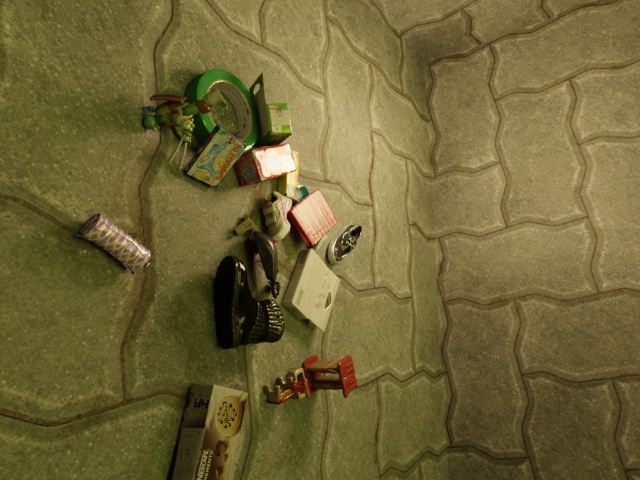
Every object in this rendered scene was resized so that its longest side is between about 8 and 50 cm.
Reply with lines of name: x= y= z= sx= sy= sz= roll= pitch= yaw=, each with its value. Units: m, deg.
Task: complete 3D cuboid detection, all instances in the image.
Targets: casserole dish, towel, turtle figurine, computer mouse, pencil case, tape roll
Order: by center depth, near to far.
pencil case: x=-0.593 y=0.011 z=1.305 sx=0.088 sy=0.086 sz=0.206 roll=-51 pitch=127 yaw=-14
turtle figurine: x=-0.426 y=-0.380 z=1.503 sx=0.274 sy=0.266 sz=0.198 roll=58 pitch=-5 yaw=16
tape roll: x=-0.373 y=-0.492 z=1.735 sx=0.321 sy=0.077 sz=0.320 roll=16 pitch=70 yaw=-52
computer mouse: x=-0.197 y=0.086 z=1.783 sx=0.188 sy=0.072 sz=0.272 roll=-158 pitch=-130 yaw=-83
towel: x=-0.032 y=-0.108 z=2.085 sx=0.198 sy=0.031 sz=0.275 roll=59 pitch=39 yaw=-11
casserole dish: x=-0.081 y=-0.169 z=2.108 sx=0.114 sy=0.037 sz=0.188 roll=-41 pitch=116 yaw=-51

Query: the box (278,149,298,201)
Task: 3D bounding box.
box: x=-0.145 y=-0.294 z=2.027 sx=0.087 sy=0.058 sz=0.232 roll=17 pitch=68 yaw=-51

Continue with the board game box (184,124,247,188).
board game box: x=-0.374 y=-0.297 z=1.610 sx=0.136 sy=0.201 sz=0.035 roll=26 pitch=17 yaw=-49

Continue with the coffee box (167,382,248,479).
coffee box: x=-0.358 y=0.630 z=1.454 sx=0.168 sy=0.119 sz=0.296 roll=37 pitch=53 yaw=-46

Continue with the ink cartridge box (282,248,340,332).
ink cartridge box: x=-0.036 y=0.230 z=2.052 sx=0.261 sy=0.066 sz=0.296 roll=50 pitch=46 yaw=-36

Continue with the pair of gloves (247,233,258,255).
pair of gloves: x=-0.265 y=0.015 z=1.826 sx=0.074 sy=0.010 sz=0.083 roll=-45 pitch=120 yaw=-50

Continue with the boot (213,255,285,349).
boot: x=-0.258 y=0.225 z=1.675 sx=0.260 sy=0.131 sz=0.347 roll=-1 pitch=93 yaw=-48

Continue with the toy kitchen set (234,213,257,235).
toy kitchen set: x=-0.304 y=-0.056 z=1.779 sx=0.068 sy=0.075 sz=0.083 roll=49 pitch=-8 yaw=16

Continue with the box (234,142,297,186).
box: x=-0.227 y=-0.316 z=1.859 sx=0.257 sy=0.123 sz=0.128 roll=-30 pitch=106 yaw=-53

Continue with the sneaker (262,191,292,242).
sneaker: x=-0.196 y=-0.101 z=1.876 sx=0.111 sy=0.103 sz=0.252 roll=38 pitch=39 yaw=-38

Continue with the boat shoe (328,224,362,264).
boat shoe: x=0.135 y=0.013 z=2.313 sx=0.301 sy=0.102 sz=0.108 roll=-51 pitch=123 yaw=-47

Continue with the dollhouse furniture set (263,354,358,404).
dollhouse furniture set: x=-0.029 y=0.605 z=1.856 sx=0.374 sy=0.202 sz=0.152 roll=-14 pitch=93 yaw=-56

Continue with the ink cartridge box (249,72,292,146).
ink cartridge box: x=-0.211 y=-0.538 z=1.861 sx=0.097 sy=0.189 sz=0.255 roll=-8 pitch=89 yaw=-26

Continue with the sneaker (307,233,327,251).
sneaker: x=0.000 y=0.000 z=2.158 sx=0.082 sy=0.072 sz=0.190 roll=60 pitch=40 yaw=-36
